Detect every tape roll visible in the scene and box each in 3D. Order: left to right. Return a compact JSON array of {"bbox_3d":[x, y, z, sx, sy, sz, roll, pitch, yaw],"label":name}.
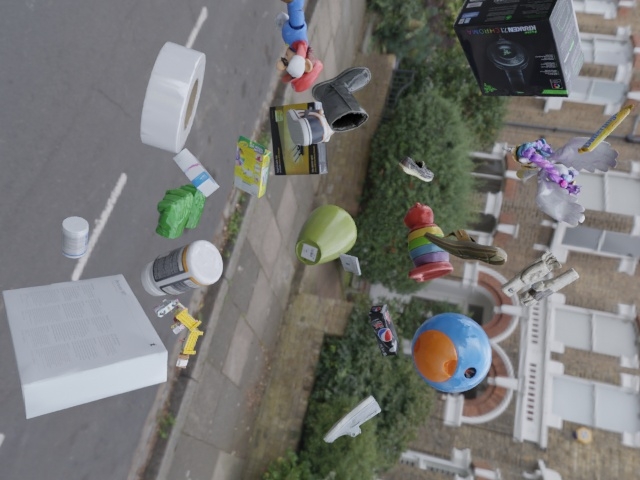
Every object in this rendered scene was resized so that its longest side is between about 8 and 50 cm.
[{"bbox_3d":[-0.400,-0.386,1.406,0.286,0.100,0.286,-165,-90,-79],"label":"tape roll"}]

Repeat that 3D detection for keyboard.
[{"bbox_3d":[0.116,0.093,1.996,0.256,0.072,0.014,67,46,-71],"label":"keyboard"}]

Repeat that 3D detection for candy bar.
[{"bbox_3d":[0.657,-0.255,1.184,0.161,0.018,0.040,-43,-170,-5],"label":"candy bar"}]

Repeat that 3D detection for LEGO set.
[{"bbox_3d":[-0.505,0.316,1.857,0.132,0.107,0.287,-25,125,-24],"label":"LEGO set"}]

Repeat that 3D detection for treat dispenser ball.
[{"bbox_3d":[0.481,0.411,1.893,0.288,0.288,0.288,9,90,-80],"label":"treat dispenser ball"}]

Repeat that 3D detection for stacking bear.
[{"bbox_3d":[0.406,-0.003,2.005,0.175,0.164,0.289,26,50,-62],"label":"stacking bear"}]

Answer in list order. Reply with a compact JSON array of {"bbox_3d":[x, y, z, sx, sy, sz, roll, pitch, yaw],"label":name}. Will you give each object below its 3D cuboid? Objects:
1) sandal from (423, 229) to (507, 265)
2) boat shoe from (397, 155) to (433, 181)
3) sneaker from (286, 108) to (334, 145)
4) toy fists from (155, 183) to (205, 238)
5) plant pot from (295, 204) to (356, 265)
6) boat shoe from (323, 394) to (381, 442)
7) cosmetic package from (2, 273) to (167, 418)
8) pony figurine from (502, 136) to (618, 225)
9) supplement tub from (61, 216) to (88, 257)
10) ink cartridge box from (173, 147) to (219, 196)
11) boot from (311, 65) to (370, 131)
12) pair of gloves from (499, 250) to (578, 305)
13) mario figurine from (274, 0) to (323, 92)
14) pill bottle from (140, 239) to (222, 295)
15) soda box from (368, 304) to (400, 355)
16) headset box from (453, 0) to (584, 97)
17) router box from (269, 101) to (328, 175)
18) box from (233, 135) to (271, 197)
[{"bbox_3d":[0.283,0.005,0.995,0.072,0.180,0.049,32,78,-38],"label":"sandal"},{"bbox_3d":[0.310,-0.226,1.613,0.049,0.152,0.056,-55,-133,27],"label":"boat shoe"},{"bbox_3d":[-0.037,-0.402,1.819,0.321,0.127,0.126,-126,-157,-64],"label":"sneaker"},{"bbox_3d":[-0.450,-0.109,1.668,0.279,0.096,0.142,-56,169,-74],"label":"toy fists"},{"bbox_3d":[0.000,0.000,2.485,0.293,0.275,0.275,-43,142,-59],"label":"plant pot"},{"bbox_3d":[0.115,0.644,1.800,0.227,0.081,0.079,-38,169,-7],"label":"boat shoe"},{"bbox_3d":[-0.558,0.221,1.202,0.284,0.377,0.097,-10,120,-33],"label":"cosmetic package"},{"bbox_3d":[0.854,-0.245,1.881,0.363,0.351,0.303,5,113,-61],"label":"pony figurine"},{"bbox_3d":[-0.709,-0.007,1.481,0.071,0.071,0.107,-67,-178,-52],"label":"supplement tub"},{"bbox_3d":[-0.359,-0.196,1.485,0.052,0.122,0.088,-41,167,-2],"label":"ink cartridge box"},{"bbox_3d":[0.080,-0.378,1.361,0.076,0.189,0.208,63,-1,-37],"label":"boot"},{"bbox_3d":[0.723,0.132,1.700,0.204,0.240,0.042,-43,-136,26],"label":"pair of gloves"},{"bbox_3d":[-0.101,-0.623,1.615,0.198,0.170,0.320,-51,142,-46],"label":"mario figurine"},{"bbox_3d":[-0.499,0.107,1.831,0.162,0.278,0.162,32,50,-47],"label":"pill bottle"},{"bbox_3d":[0.213,0.300,1.711,0.169,0.053,0.060,69,27,-19],"label":"soda box"},{"bbox_3d":[0.516,-0.500,1.323,0.283,0.246,0.131,42,70,-47],"label":"headset box"},{"bbox_3d":[-0.097,-0.446,2.272,0.081,0.243,0.309,-21,109,-56],"label":"router box"},{"bbox_3d":[-0.212,-0.232,1.588,0.043,0.105,0.179,-43,155,-45],"label":"box"}]
